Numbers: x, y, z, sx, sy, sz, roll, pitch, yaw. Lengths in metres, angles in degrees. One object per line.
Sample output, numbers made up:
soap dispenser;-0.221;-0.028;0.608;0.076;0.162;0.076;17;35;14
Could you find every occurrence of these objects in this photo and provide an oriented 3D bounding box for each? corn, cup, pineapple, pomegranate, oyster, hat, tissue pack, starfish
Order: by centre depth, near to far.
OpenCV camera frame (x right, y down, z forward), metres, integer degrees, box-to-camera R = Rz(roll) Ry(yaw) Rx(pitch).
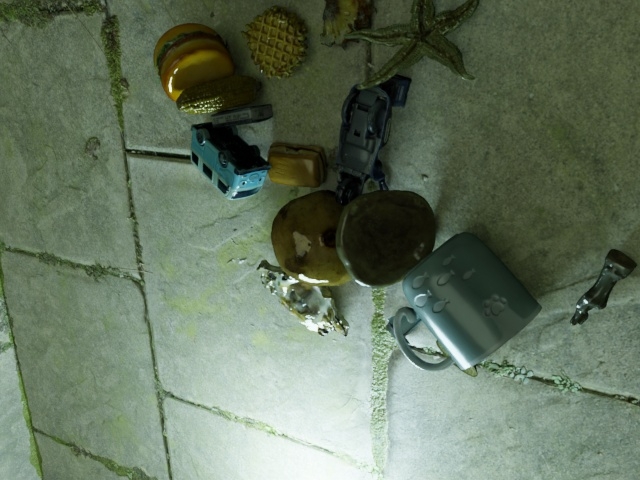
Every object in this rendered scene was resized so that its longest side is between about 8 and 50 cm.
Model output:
starfish;0.233;-0.510;1.545;0.358;0.078;0.347;14;86;28
cup;0.334;0.172;1.635;0.357;0.259;0.274;-41;79;21
pineapple;0.082;-0.600;1.653;0.135;0.079;0.233;33;128;30
hat;0.401;0.308;1.782;0.146;0.067;0.146;43;166;13
pomegranate;0.000;0.000;1.794;0.281;0.281;0.281;12;113;30
corn;-0.293;-0.425;1.865;0.097;0.262;0.097;53;154;41
tissue pack;-0.235;-0.375;1.915;0.156;0.112;0.051;0;108;33
oyster;-0.045;0.169;2.007;0.354;0.107;0.201;40;145;1

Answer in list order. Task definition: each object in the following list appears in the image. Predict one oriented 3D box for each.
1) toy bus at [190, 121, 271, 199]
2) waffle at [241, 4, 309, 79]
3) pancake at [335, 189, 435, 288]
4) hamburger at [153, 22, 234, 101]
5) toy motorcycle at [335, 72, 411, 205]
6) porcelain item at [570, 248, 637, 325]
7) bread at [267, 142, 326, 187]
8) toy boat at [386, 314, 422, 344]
toy bus;-0.284;-0.237;1.956;0.271;0.133;0.164;44;133;31
waffle;-0.119;-0.557;1.804;0.193;0.070;0.197;-34;89;36
pancake;0.181;-0.004;1.697;0.049;0.294;0.294;-142;45;-65
hamburger;-0.381;-0.531;1.890;0.246;0.246;0.170;-46;60;36
toy motorcycle;0.129;-0.254;1.671;0.125;0.213;0.358;24;115;26
porcelain item;0.663;0.126;1.527;0.069;0.081;0.215;36;123;18
bread;-0.079;-0.223;1.896;0.200;0.077;0.116;10;120;31
toy boat;0.257;0.242;1.873;0.096;0.034;0.122;47;117;11
